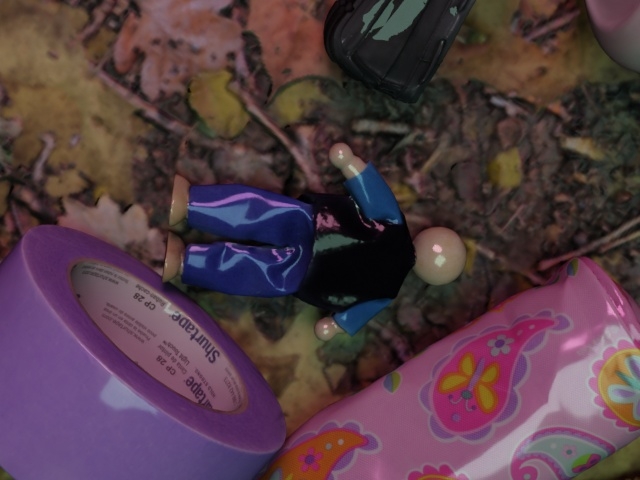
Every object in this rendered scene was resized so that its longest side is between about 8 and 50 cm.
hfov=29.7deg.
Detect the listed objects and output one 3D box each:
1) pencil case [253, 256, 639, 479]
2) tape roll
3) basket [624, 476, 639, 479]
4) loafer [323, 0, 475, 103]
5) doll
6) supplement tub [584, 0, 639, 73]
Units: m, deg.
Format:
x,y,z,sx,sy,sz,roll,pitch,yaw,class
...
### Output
x,y,z,sx,sy,sz,roll,pitch,yaw,class
0.087,0.124,0.763,0.284,0.124,0.124,-34,108,5,pencil case
-0.116,0.082,0.690,0.189,0.189,0.080,37,101,-15,tape roll
0.184,0.332,0.851,0.299,0.223,0.213,-23,141,2,basket
0.090,-0.179,0.689,0.078,0.076,0.223,31,107,-19,loafer
0.000,0.000,0.750,0.189,0.046,0.129,8,108,-7,doll
0.295,-0.171,0.646,0.272,0.191,0.191,5,107,-7,supplement tub
